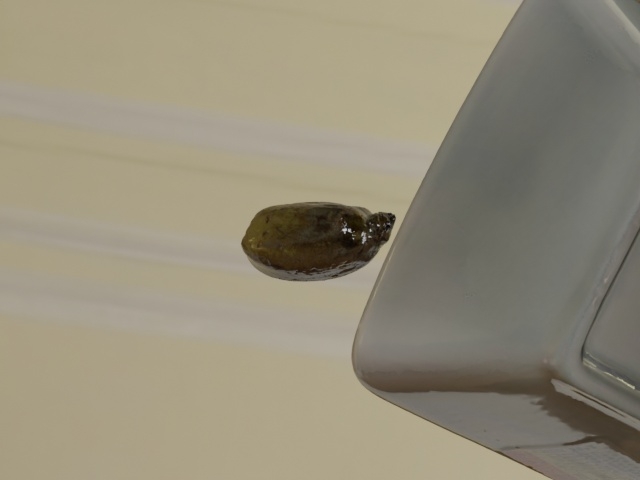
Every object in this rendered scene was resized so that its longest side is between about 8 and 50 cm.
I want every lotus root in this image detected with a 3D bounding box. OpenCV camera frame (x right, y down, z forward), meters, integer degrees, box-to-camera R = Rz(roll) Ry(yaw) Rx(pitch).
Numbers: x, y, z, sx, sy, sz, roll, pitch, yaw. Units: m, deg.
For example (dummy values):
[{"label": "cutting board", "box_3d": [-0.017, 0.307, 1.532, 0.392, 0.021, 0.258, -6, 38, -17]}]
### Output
[{"label": "lotus root", "box_3d": [0.000, 0.000, 1.148, 0.099, 0.049, 0.054, -5, 0, 19]}]

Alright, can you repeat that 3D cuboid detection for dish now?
[{"label": "dish", "box_3d": [0.137, 0.025, 0.629, 0.234, 0.154, 0.064, 27, -2, -35]}]

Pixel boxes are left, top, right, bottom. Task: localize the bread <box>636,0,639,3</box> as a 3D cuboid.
[{"label": "bread", "box_3d": [0.230, -0.258, 0.927, 0.394, 0.361, 0.250, -24, -23, -36]}]
